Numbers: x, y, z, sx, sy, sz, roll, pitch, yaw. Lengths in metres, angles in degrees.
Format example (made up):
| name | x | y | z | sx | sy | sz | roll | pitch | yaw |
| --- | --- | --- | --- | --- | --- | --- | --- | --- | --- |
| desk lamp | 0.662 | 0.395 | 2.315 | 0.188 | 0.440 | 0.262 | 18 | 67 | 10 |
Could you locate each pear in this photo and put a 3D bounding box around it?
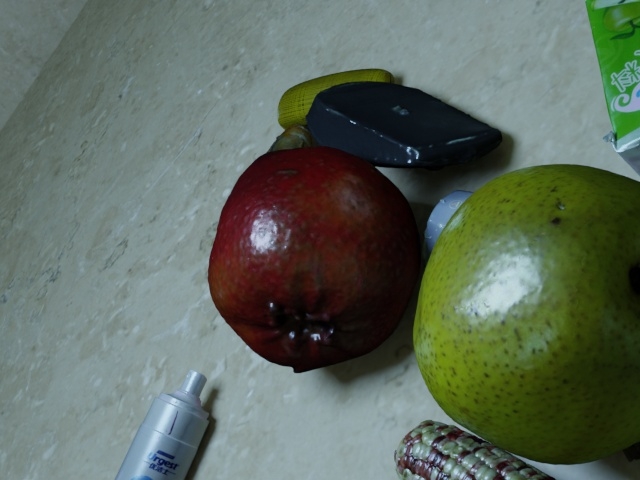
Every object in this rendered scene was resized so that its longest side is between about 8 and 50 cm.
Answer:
| name | x | y | z | sx | sy | sz | roll | pitch | yaw |
| --- | --- | --- | --- | --- | --- | --- | --- | --- | --- |
| pear | 0.224 | 0.061 | 0.834 | 0.294 | 0.294 | 0.294 | -28 | 45 | 32 |

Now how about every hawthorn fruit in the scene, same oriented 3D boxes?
| name | x | y | z | sx | sy | sz | roll | pitch | yaw |
| --- | --- | --- | --- | --- | --- | --- | --- | --- | --- |
| hawthorn fruit | 0.000 | 0.000 | 1.155 | 0.265 | 0.265 | 0.307 | -27 | 30 | 33 |

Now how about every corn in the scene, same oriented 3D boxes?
| name | x | y | z | sx | sy | sz | roll | pitch | yaw |
| --- | --- | --- | --- | --- | --- | --- | --- | --- | --- |
| corn | 0.176 | 0.249 | 0.903 | 0.253 | 0.086 | 0.086 | 18 | 77 | 51 |

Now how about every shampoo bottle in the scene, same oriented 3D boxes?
| name | x | y | z | sx | sy | sz | roll | pitch | yaw |
| --- | --- | --- | --- | --- | --- | --- | --- | --- | --- |
| shampoo bottle | -0.235 | 0.327 | 1.298 | 0.092 | 0.092 | 0.303 | 9 | 70 | 51 |

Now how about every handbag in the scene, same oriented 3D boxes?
| name | x | y | z | sx | sy | sz | roll | pitch | yaw |
| --- | --- | --- | --- | --- | --- | --- | --- | --- | --- |
| handbag | 0.193 | 0.003 | 1.063 | 0.173 | 0.095 | 0.117 | 13 | 73 | 48 |

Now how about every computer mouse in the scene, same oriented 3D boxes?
| name | x | y | z | sx | sy | sz | roll | pitch | yaw |
| --- | --- | --- | --- | --- | --- | --- | --- | --- | --- |
| computer mouse | 0.101 | -0.138 | 1.231 | 0.295 | 0.168 | 0.087 | 34 | 130 | 47 |

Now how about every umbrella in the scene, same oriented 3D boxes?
| name | x | y | z | sx | sy | sz | roll | pitch | yaw |
| --- | --- | --- | --- | --- | --- | --- | --- | --- | --- |
| umbrella | 0.290 | 0.183 | 0.882 | 0.083 | 0.020 | 0.031 | -133 | 47 | -54 |

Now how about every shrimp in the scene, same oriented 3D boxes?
| name | x | y | z | sx | sy | sz | roll | pitch | yaw |
| --- | --- | --- | --- | --- | --- | --- | --- | --- | --- |
| shrimp | -0.076 | -0.094 | 1.391 | 0.152 | 0.063 | 0.287 | -43 | 14 | 19 |

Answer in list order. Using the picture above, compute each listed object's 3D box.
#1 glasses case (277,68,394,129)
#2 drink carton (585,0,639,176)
| name | x | y | z | sx | sy | sz | roll | pitch | yaw |
| --- | --- | --- | --- | --- | --- | --- | --- | --- | --- |
| glasses case | 0.020 | -0.222 | 1.447 | 0.234 | 0.064 | 0.079 | -3 | 67 | 46 |
| drink carton | 0.384 | -0.200 | 0.988 | 0.161 | 0.108 | 0.271 | -27 | 45 | 33 |
